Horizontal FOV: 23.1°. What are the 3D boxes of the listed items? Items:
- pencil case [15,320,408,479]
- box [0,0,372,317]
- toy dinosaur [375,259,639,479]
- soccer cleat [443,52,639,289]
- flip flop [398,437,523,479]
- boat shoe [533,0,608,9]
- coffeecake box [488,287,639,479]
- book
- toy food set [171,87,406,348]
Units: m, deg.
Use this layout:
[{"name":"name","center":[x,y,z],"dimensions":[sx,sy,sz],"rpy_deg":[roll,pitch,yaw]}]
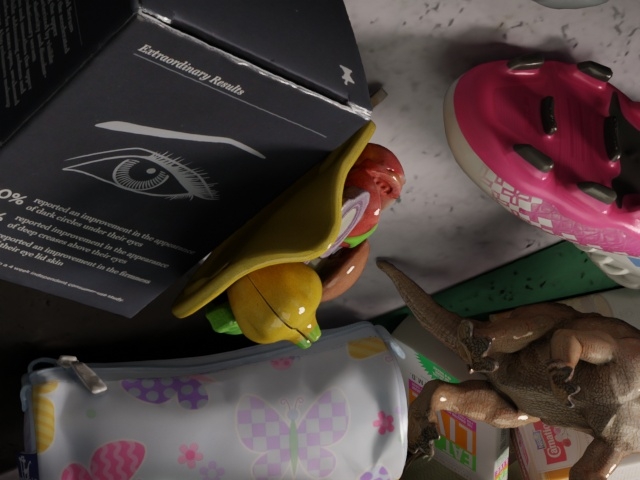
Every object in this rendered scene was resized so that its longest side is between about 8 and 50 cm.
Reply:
[{"name":"pencil case","center":[-0.075,0.129,1.100],"dimensions":[0.273,0.124,0.113],"rpy_deg":[-6,-178,-10]},{"name":"box","center":[-0.102,-0.069,0.804],"dimensions":[0.153,0.108,0.207],"rpy_deg":[22,132,-41]},{"name":"toy dinosaur","center":[0.182,0.086,1.046],"dimensions":[0.200,0.296,0.127],"rpy_deg":[-29,131,-45]},{"name":"soccer cleat","center":[0.194,-0.018,0.980],"dimensions":[0.331,0.116,0.143],"rpy_deg":[12,148,-29]},{"name":"flip flop","center":[0.083,0.224,1.281],"dimensions":[0.277,0.080,0.112],"rpy_deg":[-35,100,24]},{"name":"boat shoe","center":[0.097,-0.210,0.640],"dimensions":[0.119,0.121,0.335],"rpy_deg":[-13,150,21]},{"name":"coffeecake box","center":[0.229,0.111,1.152],"dimensions":[0.186,0.142,0.068],"rpy_deg":[-11,147,-4]},{"name":"book","center":[0.100,0.125,1.171],"dimensions":[0.035,0.096,0.144],"rpy_deg":[-44,152,-23]},{"name":"toy food set","center":[0.000,0.000,0.859],"dimensions":[0.128,0.218,0.071],"rpy_deg":[-39,98,24]}]
